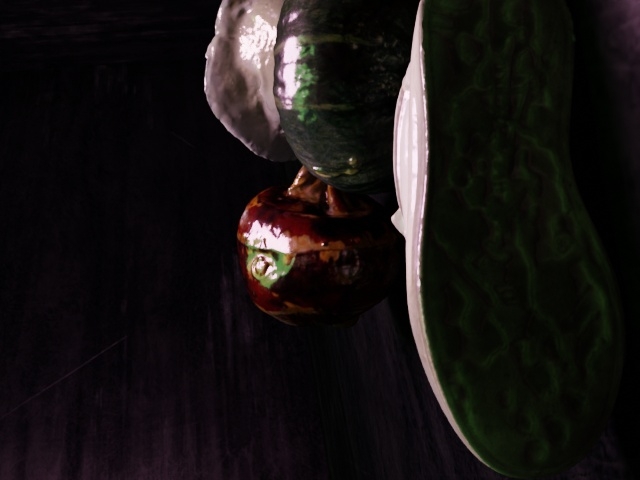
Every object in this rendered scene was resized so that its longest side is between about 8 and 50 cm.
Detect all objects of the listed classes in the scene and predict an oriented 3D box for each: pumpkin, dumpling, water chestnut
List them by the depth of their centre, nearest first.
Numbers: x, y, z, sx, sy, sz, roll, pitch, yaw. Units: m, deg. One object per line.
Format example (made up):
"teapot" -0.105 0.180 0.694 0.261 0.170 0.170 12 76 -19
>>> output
"pumpkin" 0.046 -0.143 0.617 0.211 0.152 0.212 -5 -90 -65
"water chestnut" 0.000 0.000 0.938 0.224 0.223 0.238 -112 25 -66
"dumpling" -0.057 -0.318 1.274 0.270 0.211 0.321 -23 -86 -60

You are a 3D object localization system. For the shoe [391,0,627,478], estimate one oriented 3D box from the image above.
"shoe" 0.104 -0.014 0.486 0.159 0.124 0.317 140 129 -81
